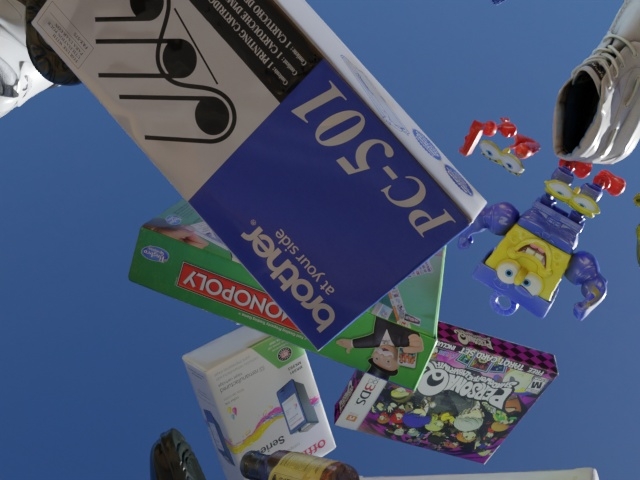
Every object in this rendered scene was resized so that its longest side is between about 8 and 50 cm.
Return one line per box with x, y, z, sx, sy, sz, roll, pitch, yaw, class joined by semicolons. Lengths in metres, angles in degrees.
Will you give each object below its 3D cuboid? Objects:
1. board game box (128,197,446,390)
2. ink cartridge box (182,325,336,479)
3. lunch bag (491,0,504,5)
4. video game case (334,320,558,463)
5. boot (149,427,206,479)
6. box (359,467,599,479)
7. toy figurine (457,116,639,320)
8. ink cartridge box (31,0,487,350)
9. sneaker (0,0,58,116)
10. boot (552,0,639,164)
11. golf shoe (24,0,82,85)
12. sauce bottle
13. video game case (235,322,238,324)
0.000;0.000;0.664;0.213;0.046;0.317;21;-161;4;board game box
-0.086;0.237;1.121;0.154;0.212;0.093;-25;-161;-27;ink cartridge box
0.270;-0.407;0.968;0.090;0.176;0.219;39;-127;-10;lunch bag
0.160;0.200;1.032;0.232;0.210;0.042;17;-142;-10;video game case
-0.226;0.385;0.970;0.207;0.247;0.094;-22;-177;-3;boot
0.166;0.358;0.713;0.232;0.322;0.058;-11;-163;26;box
0.312;0.018;1.011;0.362;0.217;0.191;32;-154;12;toy figurine
-0.030;-0.060;0.360;0.097;0.207;0.046;-42;178;24;ink cartridge box
-0.466;-0.239;0.856;0.365;0.137;0.210;19;-147;-4;sneaker
0.374;-0.217;0.974;0.123;0.258;0.095;-7;-154;-41;boot
-0.254;-0.258;0.806;0.120;0.105;0.273;-32;-132;45;golf shoe
-0.022;0.202;0.664;0.128;0.042;0.042;-8;-144;50;sauce bottle
-0.134;0.069;1.293;0.011;0.087;0.122;1;-113;-10;video game case
